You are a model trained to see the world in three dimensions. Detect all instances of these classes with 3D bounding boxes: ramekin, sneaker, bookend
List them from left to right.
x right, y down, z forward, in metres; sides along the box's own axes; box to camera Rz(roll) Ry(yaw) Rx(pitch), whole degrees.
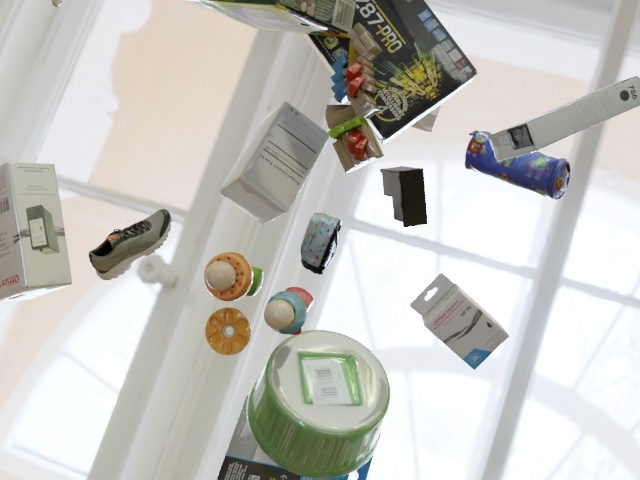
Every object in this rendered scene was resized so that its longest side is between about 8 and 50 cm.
[{"bbox_3d":[-0.543,-0.001,2.324,0.100,0.271,0.108,37,-18,42],"label":"sneaker"},{"bbox_3d":[0.004,0.336,1.730,0.304,0.303,0.148,19,-46,0],"label":"ramekin"},{"bbox_3d":[0.231,-0.125,2.261,0.072,0.157,0.156,-8,9,-15],"label":"bookend"}]

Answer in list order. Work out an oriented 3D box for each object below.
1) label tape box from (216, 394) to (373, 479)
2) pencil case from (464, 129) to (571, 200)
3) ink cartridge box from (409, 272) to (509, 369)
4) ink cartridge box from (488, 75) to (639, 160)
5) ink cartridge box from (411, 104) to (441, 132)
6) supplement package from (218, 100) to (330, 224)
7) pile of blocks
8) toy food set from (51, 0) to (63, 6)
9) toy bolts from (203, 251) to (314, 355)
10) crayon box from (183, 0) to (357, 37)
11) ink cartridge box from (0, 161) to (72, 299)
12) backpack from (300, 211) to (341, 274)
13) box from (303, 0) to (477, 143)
[{"bbox_3d":[-0.058,0.521,1.928,0.348,0.249,0.115,0,-31,36],"label":"label tape box"},{"bbox_3d":[0.556,-0.217,2.286,0.306,0.133,0.119,26,-15,33],"label":"pencil case"},{"bbox_3d":[0.279,0.163,1.643,0.180,0.104,0.060,41,12,-9],"label":"ink cartridge box"},{"bbox_3d":[0.518,-0.252,1.621,0.333,0.065,0.165,-22,3,-15],"label":"ink cartridge box"},{"bbox_3d":[0.331,-0.558,2.698,0.207,0.353,0.119,17,-20,6],"label":"ink cartridge box"},{"bbox_3d":[-0.134,-0.224,2.369,0.175,0.292,0.177,36,-25,-17],"label":"supplement package"},{"bbox_3d":[0.069,-0.347,1.965,0.149,0.362,0.113,0,3,19],"label":"pile of blocks"},{"bbox_3d":[-0.705,-0.688,2.013,0.218,0.128,0.071,32,-31,10],"label":"toy food set"},{"bbox_3d":[-0.144,0.147,1.641,0.229,0.218,0.158,17,2,12],"label":"toy bolts"},{"bbox_3d":[-0.133,-0.603,2.023,0.313,0.106,0.363,14,8,28],"label":"crayon box"},{"bbox_3d":[-0.655,-0.013,1.758,0.198,0.272,0.115,-17,-9,42],"label":"ink cartridge box"},{"bbox_3d":[0.000,0.000,2.647,0.115,0.182,0.152,19,29,-1],"label":"backpack"},{"bbox_3d":[0.188,-0.515,2.234,0.394,0.318,0.097,55,-2,4],"label":"box"}]
